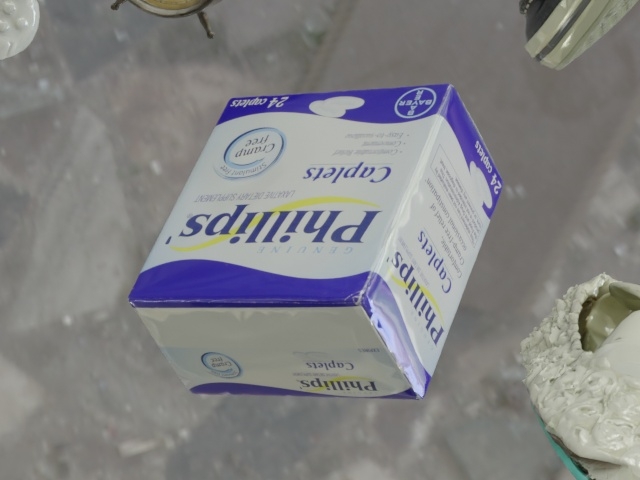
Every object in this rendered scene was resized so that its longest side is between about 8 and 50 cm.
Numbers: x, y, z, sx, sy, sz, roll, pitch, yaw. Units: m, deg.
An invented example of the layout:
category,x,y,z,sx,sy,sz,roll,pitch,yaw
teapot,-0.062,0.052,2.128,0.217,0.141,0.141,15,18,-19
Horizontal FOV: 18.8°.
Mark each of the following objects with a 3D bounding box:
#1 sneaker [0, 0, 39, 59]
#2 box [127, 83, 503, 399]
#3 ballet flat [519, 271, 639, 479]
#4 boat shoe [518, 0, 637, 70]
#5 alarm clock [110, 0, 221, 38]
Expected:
category,x,y,z,sx,sy,sz,roll,pitch,yaw
sneaker,-0.296,-0.177,1.254,0.235,0.095,0.090,18,90,-9
box,0.000,0.000,0.899,0.126,0.137,0.072,-1,138,30
ballet flat,0.234,0.102,1.508,0.147,0.409,0.147,0,100,-2
boat shoe,0.227,-0.332,1.320,0.187,0.156,0.500,-43,159,-42
alarm clock,-0.127,-0.290,1.760,0.129,0.064,0.192,19,115,17
